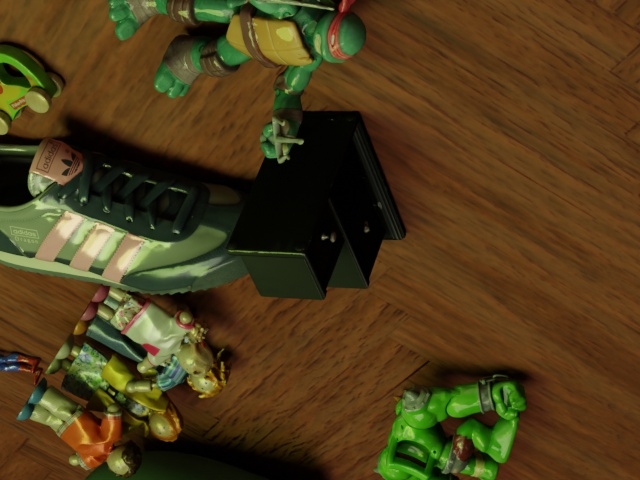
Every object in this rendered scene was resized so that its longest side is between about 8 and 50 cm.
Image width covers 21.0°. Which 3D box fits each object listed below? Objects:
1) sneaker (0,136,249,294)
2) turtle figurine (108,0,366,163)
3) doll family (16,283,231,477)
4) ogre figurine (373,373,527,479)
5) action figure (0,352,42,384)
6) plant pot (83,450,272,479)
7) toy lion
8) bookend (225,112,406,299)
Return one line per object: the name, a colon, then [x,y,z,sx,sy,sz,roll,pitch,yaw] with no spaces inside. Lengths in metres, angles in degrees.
sneaker: [-0.198,-0.032,1.558,0.319,0.112,0.131,3,143,21]
turtle figurine: [-0.047,-0.152,1.329,0.234,0.118,0.175,10,130,40]
doll family: [-0.184,0.131,1.785,0.163,0.118,0.263,32,125,-5]
ogre figurine: [0.125,0.198,1.711,0.118,0.097,0.197,11,156,-6]
action figure: [-0.370,0.133,1.927,0.115,0.030,0.038,16,149,11]
plant pot: [-0.165,0.370,1.925,0.235,0.293,0.293,24,147,23]
toy lion: [-0.291,-0.145,1.531,0.100,0.034,0.096,-20,120,42]
bookend: [0.000,0.000,1.464,0.072,0.157,0.156,2,139,24]
